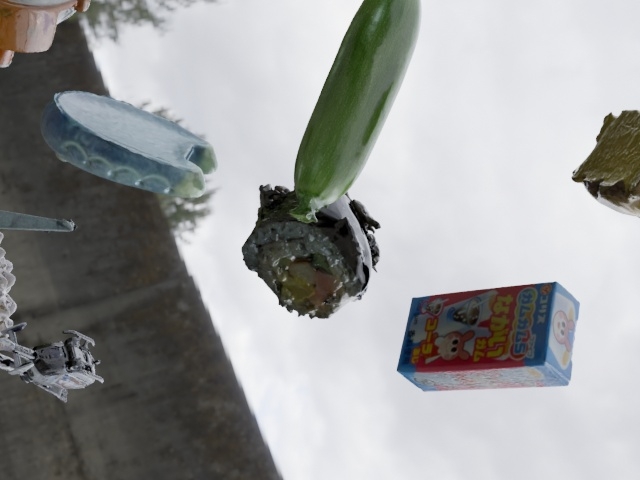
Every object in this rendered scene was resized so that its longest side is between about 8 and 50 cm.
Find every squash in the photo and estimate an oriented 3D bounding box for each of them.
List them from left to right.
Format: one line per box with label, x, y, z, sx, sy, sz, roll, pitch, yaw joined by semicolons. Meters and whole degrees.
squash;0.054;-0.207;1.556;0.395;0.107;0.107;-66;-159;-8

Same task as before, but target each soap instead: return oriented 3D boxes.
soap;0.512;-0.049;1.486;0.281;0.143;0.259;33;5;-10

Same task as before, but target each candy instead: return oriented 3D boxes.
candy;0.293;0.173;1.914;0.305;0.100;0.157;-8;-125;38

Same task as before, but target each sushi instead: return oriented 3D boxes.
sushi;0.002;-0.003;1.883;0.225;0.219;0.239;-4;-67;24

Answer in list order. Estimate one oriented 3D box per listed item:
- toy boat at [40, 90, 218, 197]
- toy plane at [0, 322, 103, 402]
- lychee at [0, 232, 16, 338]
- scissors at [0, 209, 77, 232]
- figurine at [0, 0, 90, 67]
toy boat;-0.355;-0.156;1.981;0.215;0.329;0.123;-79;-168;-63
toy plane;-0.296;0.131;1.166;0.197;0.078;0.053;44;25;-64
lychee;-0.565;0.048;1.286;0.432;0.380;0.380;49;-1;-40
scissors;-0.529;-0.037;1.558;0.029;0.360;0.191;-144;-120;-84
figurine;-0.246;-0.260;0.944;0.271;0.143;0.143;-38;-113;38
